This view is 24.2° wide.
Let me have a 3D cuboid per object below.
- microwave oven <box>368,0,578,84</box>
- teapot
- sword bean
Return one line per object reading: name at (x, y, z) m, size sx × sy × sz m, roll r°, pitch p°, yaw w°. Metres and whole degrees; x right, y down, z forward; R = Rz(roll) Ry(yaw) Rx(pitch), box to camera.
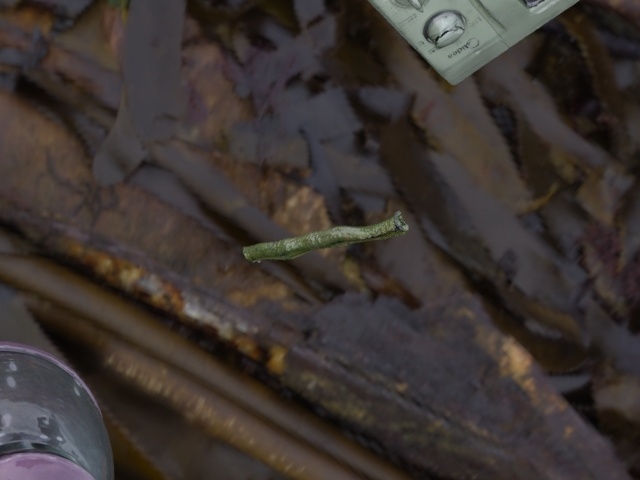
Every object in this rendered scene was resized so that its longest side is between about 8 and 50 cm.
microwave oven at (0.098, -0.210, 0.755) m, size 0.129 × 0.205 × 0.163 m, roll 38°, pitch 25°, yaw -45°
teapot at (-0.148, 0.134, 0.716) m, size 0.116 × 0.146 × 0.148 m, roll -14°, pitch 107°, yaw -16°
sword bean at (0.000, 0.000, 0.603) m, size 0.012 × 0.083 × 0.012 m, roll 17°, pitch 69°, yaw -50°
